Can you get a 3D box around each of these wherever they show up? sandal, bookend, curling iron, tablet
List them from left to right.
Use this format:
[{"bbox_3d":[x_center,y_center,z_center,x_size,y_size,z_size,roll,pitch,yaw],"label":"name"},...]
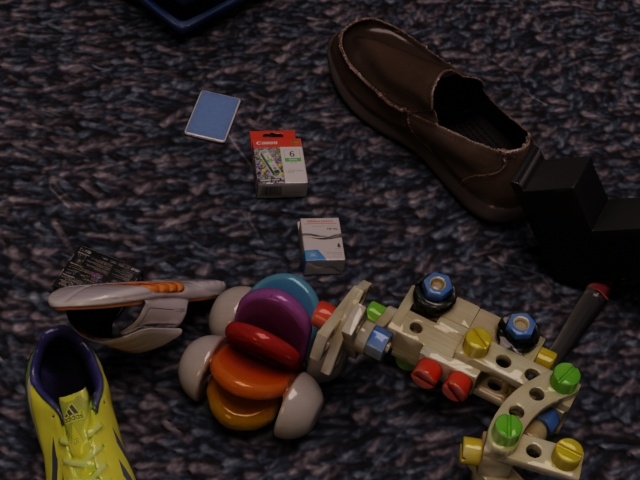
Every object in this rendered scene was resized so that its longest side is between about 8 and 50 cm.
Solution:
[{"bbox_3d":[-0.181,0.081,1.527,0.102,0.076,0.265,-1,0,29],"label":"sandal"},{"bbox_3d":[-0.138,-0.159,1.833,0.054,0.006,0.083,13,49,4],"label":"tablet"},{"bbox_3d":[0.325,-0.034,1.652,0.156,0.157,0.072,-4,38,39],"label":"bookend"},{"bbox_3d":[0.340,0.068,1.685,0.068,0.035,0.274,36,54,21],"label":"curling iron"}]

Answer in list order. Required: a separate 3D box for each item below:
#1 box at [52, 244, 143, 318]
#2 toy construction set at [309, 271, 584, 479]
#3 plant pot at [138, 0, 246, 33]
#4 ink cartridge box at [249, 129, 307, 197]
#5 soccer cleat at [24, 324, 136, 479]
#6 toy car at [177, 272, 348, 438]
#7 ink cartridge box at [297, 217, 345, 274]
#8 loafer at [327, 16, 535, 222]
[{"bbox_3d":[-0.254,0.047,1.635,0.083,0.018,0.067,20,50,9],"label":"box"},{"bbox_3d":[0.139,0.148,1.519,0.327,0.151,0.215,34,54,0],"label":"toy construction set"},{"bbox_3d":[-0.174,-0.431,1.924,0.236,0.212,0.236,39,56,24],"label":"plant pot"},{"bbox_3d":[-0.054,-0.104,1.783,0.062,0.029,0.115,-2,51,-9],"label":"ink cartridge box"},{"bbox_3d":[-0.236,0.213,1.429,0.093,0.121,0.289,-14,53,-17],"label":"soccer cleat"},{"bbox_3d":[-0.057,0.110,1.530,0.159,0.136,0.182,21,50,11],"label":"toy car"},{"bbox_3d":[0.000,0.000,1.702,0.048,0.028,0.083,-1,50,-9],"label":"ink cartridge box"},{"bbox_3d":[0.154,-0.183,1.810,0.134,0.130,0.366,-32,60,-29],"label":"loafer"}]
